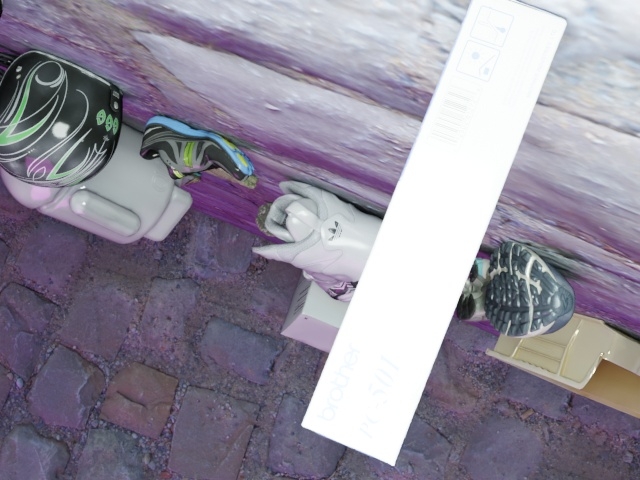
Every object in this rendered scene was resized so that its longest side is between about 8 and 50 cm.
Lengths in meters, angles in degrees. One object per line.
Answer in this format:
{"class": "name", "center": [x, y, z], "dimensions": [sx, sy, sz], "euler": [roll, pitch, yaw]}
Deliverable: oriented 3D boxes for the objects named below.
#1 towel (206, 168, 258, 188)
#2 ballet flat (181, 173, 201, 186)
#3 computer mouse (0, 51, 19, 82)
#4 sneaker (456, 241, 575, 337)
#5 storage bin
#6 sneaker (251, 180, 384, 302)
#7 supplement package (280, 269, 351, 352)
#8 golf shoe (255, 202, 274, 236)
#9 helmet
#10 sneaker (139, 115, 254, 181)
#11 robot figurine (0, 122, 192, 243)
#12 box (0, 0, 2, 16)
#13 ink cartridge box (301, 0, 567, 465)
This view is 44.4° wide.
{"class": "towel", "center": [-0.175, -0.124, 1.309], "dimensions": [0.110, 0.027, 0.148], "euler": [20, 175, 22]}
{"class": "ballet flat", "center": [-0.362, -0.148, 1.648], "dimensions": [0.222, 0.079, 0.077], "euler": [25, 175, -27]}
{"class": "computer mouse", "center": [-0.527, -0.163, 1.067], "dimensions": [0.189, 0.272, 0.072], "euler": [24, 172, -5]}
{"class": "sneaker", "center": [0.265, 0.061, 0.977], "dimensions": [0.122, 0.110, 0.283], "euler": [6, 180, -6]}
{"class": "storage bin", "center": [0.495, 0.222, 1.419], "dimensions": [0.262, 0.123, 0.260], "euler": [26, 175, -27]}
{"class": "sneaker", "center": [0.000, 0.000, 1.247], "dimensions": [0.210, 0.137, 0.366], "euler": [25, 170, -13]}
{"class": "supplement package", "center": [0.057, 0.108, 1.519], "dimensions": [0.194, 0.203, 0.149], "euler": [24, 153, -10]}
{"class": "golf shoe", "center": [-0.060, -0.028, 1.654], "dimensions": [0.176, 0.069, 0.086], "euler": [21, -179, 38]}
{"class": "helmet", "center": [-0.350, -0.148, 1.031], "dimensions": [0.169, 0.161, 0.169], "euler": [23, 176, 2]}
{"class": "sneaker", "center": [-0.171, -0.113, 1.077], "dimensions": [0.188, 0.078, 0.067], "euler": [20, 175, 26]}
{"class": "robot figurine", "center": [-0.396, -0.121, 1.358], "dimensions": [0.353, 0.199, 0.300], "euler": [26, -161, -41]}
{"class": "box", "center": [-0.377, -0.101, 0.689], "dimensions": [0.079, 0.322, 0.257], "euler": [24, 176, -23]}
{"class": "ink cartridge box", "center": [0.053, -0.004, 0.382], "dimensions": [0.046, 0.207, 0.097], "euler": [22, 175, 7]}
